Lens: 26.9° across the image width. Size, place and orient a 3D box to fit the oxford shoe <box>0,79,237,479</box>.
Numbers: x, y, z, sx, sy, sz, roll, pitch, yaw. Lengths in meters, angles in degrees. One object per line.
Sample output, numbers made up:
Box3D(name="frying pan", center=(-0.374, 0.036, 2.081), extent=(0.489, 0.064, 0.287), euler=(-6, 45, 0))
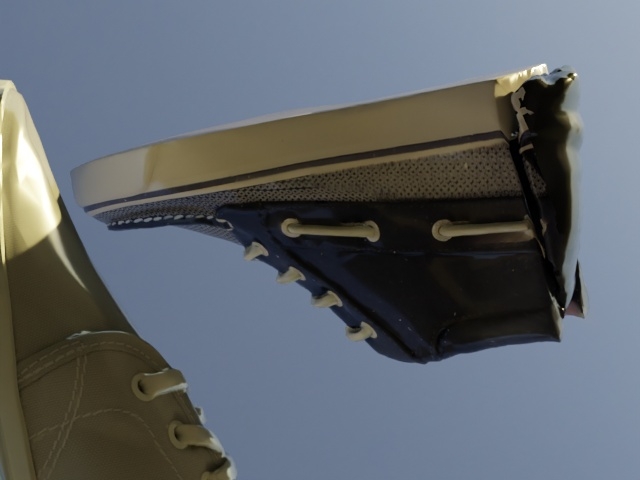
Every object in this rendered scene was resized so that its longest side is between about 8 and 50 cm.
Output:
Box3D(name="oxford shoe", center=(-0.097, 0.128, 0.674), extent=(0.130, 0.169, 0.449), euler=(-16, -102, -4))

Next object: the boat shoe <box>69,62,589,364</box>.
Box3D(name="boat shoe", center=(0.000, 0.000, 0.808), extent=(0.127, 0.340, 0.158), euler=(-23, -76, -56))
